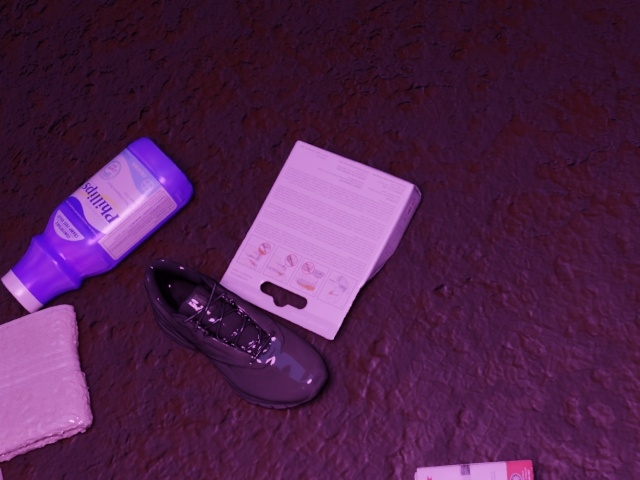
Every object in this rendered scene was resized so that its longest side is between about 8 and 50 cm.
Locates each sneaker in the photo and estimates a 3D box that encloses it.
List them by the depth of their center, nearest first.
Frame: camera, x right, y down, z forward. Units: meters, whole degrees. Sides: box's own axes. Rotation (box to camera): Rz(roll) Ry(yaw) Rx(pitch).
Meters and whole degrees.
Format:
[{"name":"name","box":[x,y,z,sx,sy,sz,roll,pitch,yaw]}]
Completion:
[{"name":"sneaker","box":[-0.119,0.115,1.531,0.286,0.130,0.109,26,71,25]}]

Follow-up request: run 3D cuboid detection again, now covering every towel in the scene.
[{"name":"towel","box":[-0.445,0.212,1.621,0.282,0.049,0.187,-19,61,4]}]

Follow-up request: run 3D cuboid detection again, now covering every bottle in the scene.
[{"name":"bottle","box":[-0.312,-0.016,1.674,0.283,0.092,0.118,-41,56,-7]}]

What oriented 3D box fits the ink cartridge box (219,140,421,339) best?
[{"name":"ink cartridge box","box":[0.000,0.000,1.608,0.189,0.066,0.232,23,83,25]}]

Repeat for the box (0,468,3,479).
[{"name":"box","box":[-0.427,0.389,1.416,0.058,0.232,0.322,-27,59,6]}]

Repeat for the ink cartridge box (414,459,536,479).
[{"name":"ink cartridge box","box":[0.180,0.310,1.385,0.135,0.056,0.099,-6,61,12]}]
